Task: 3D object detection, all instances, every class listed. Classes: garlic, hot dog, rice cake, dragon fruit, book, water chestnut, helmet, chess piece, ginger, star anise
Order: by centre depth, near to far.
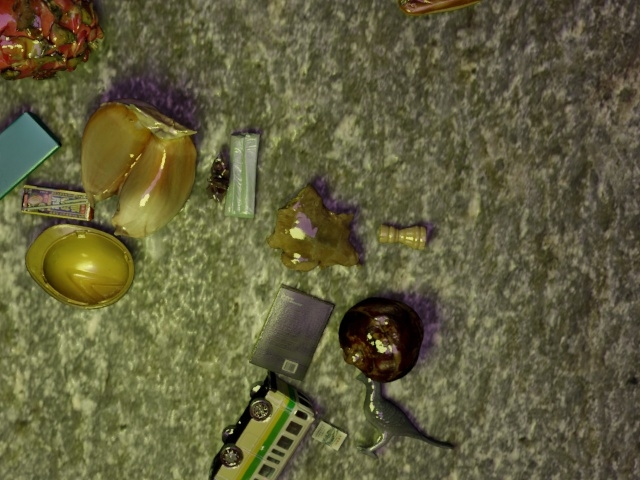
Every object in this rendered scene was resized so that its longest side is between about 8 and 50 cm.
[{"bbox_3d":[-0.654,-0.502,1.430,0.291,0.250,0.268,-25,106,-25],"label":"dragon fruit"},{"bbox_3d":[-0.435,-0.181,1.506,0.286,0.249,0.313,18,115,-23],"label":"garlic"},{"bbox_3d":[-0.586,0.086,1.556,0.257,0.140,0.205,26,61,3],"label":"helmet"},{"bbox_3d":[-0.263,-0.141,1.580,0.056,0.129,0.124,4,59,-25],"label":"star anise"},{"bbox_3d":[0.318,-0.633,1.585,0.250,0.068,0.100,-12,110,-1],"label":"hot dog"},{"bbox_3d":[0.000,0.000,1.603,0.270,0.123,0.219,42,89,-8],"label":"ginger"},{"bbox_3d":[-0.202,-0.170,1.608,0.080,0.042,0.221,5,97,-1],"label":"rice cake"},{"bbox_3d":[0.169,0.249,1.616,0.238,0.224,0.223,-18,101,-46],"label":"water chestnut"},{"bbox_3d":[0.216,-0.014,1.654,0.122,0.066,0.066,7,96,0],"label":"chess piece"},{"bbox_3d":[-0.078,0.249,1.676,0.160,0.024,0.228,22,94,-8],"label":"book"}]

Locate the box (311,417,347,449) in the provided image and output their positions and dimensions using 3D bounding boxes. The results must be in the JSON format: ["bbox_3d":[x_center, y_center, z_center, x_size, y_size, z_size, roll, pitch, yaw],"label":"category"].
[{"bbox_3d":[0.024,0.534,1.718,0.083,0.024,0.054,30,92,-7],"label":"box"}]

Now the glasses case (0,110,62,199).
[{"bbox_3d":[-0.792,-0.179,1.548,0.301,0.070,0.117,-41,104,-1],"label":"glasses case"}]

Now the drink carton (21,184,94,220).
[{"bbox_3d":[-0.657,-0.096,1.571,0.166,0.056,0.071,7,99,-6],"label":"drink carton"}]

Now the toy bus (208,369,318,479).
[{"bbox_3d":[-0.152,0.522,1.642,0.179,0.143,0.305,32,91,-10],"label":"toy bus"}]

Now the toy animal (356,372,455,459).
[{"bbox_3d":[0.184,0.508,1.693,0.206,0.081,0.367,-44,97,-14],"label":"toy animal"}]
